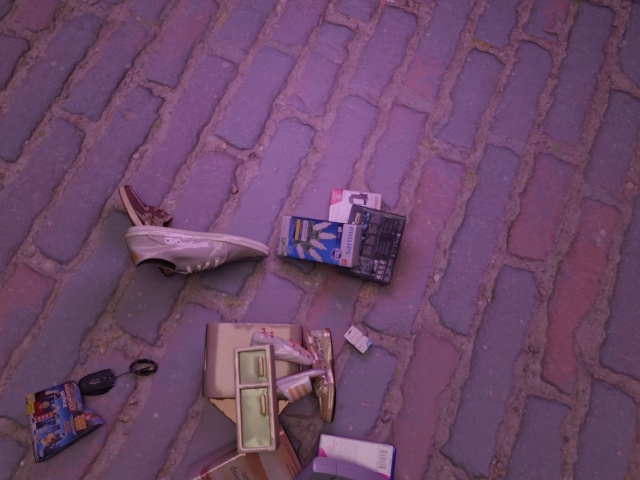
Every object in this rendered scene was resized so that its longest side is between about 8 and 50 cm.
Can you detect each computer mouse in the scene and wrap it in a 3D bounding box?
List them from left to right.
[{"bbox_3d":[-0.624,0.417,1.551,0.242,0.041,0.071,-17,72,-8],"label":"computer mouse"}]

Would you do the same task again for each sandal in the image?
[{"bbox_3d":[-0.106,0.434,1.453,0.265,0.102,0.076,-16,79,-3],"label":"sandal"}]

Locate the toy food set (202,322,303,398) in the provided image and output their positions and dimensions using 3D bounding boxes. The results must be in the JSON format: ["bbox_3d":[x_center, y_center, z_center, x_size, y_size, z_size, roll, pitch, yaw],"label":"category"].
[{"bbox_3d":[-0.204,0.369,1.552,0.306,0.092,0.220,2,75,-6],"label":"toy food set"}]

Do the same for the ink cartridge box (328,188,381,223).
[{"bbox_3d":[0.117,-0.100,1.736,0.175,0.072,0.127,6,71,0],"label":"ink cartridge box"}]

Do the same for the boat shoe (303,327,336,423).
[{"bbox_3d":[-0.001,0.413,1.551,0.089,0.104,0.285,-4,61,1],"label":"boat shoe"}]

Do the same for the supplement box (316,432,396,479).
[{"bbox_3d":[0.098,0.634,1.468,0.220,0.114,0.111,10,72,0],"label":"supplement box"}]

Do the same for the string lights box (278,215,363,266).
[{"bbox_3d":[0.000,0.000,1.629,0.259,0.076,0.133,8,94,24],"label":"string lights box"}]

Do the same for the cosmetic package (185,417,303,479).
[{"bbox_3d":[-0.212,0.651,1.427,0.296,0.129,0.153,-27,91,-10],"label":"cosmetic package"}]

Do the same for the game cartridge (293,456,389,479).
[{"bbox_3d":[0.070,0.690,1.373,0.297,0.062,0.198,28,113,-16],"label":"game cartridge"}]

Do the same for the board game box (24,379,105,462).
[{"bbox_3d":[-0.749,0.523,1.491,0.194,0.060,0.194,-18,74,-3],"label":"board game box"}]

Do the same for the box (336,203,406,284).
[{"bbox_3d":[0.165,0.013,1.659,0.183,0.059,0.233,13,98,1],"label":"box"}]

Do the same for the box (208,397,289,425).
[{"bbox_3d":[-0.216,0.489,1.551,0.201,0.021,0.164,38,72,11],"label":"box"}]

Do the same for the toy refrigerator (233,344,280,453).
[{"bbox_3d":[-0.173,0.421,1.359,0.102,0.094,0.270,-5,77,2],"label":"toy refrigerator"}]

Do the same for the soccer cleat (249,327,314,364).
[{"bbox_3d":[-0.115,0.328,1.498,0.196,0.068,0.076,27,102,-7],"label":"soccer cleat"}]

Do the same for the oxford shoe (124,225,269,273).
[{"bbox_3d":[-0.380,0.043,1.586,0.449,0.169,0.130,5,74,-25],"label":"oxford shoe"}]

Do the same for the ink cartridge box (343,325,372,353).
[{"bbox_3d":[0.118,0.318,1.618,0.083,0.028,0.048,41,74,11],"label":"ink cartridge box"}]

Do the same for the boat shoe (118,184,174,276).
[{"bbox_3d":[-0.546,-0.050,1.676,0.123,0.123,0.342,-31,79,-19],"label":"boat shoe"}]
